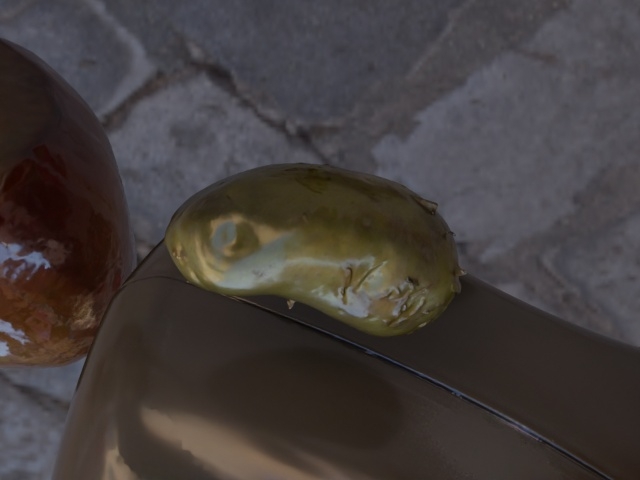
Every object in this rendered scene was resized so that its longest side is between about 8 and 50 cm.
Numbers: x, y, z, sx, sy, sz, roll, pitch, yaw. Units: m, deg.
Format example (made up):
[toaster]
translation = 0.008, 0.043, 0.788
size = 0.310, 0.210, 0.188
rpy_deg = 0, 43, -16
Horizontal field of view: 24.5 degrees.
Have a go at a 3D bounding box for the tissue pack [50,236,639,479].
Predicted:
[tissue pack]
translation = 0.037, 0.162, 0.827
size = 0.387, 0.277, 0.267
rpy_deg = 27, 133, 5

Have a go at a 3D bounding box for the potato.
[potato]
translation = 0.000, 0.000, 0.676
size = 0.138, 0.091, 0.070
rpy_deg = 14, 101, -20

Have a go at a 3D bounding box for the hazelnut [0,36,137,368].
[hazelnut]
translation = -0.349, -0.036, 1.514
size = 0.366, 0.365, 0.365
rpy_deg = 1, 141, 1
